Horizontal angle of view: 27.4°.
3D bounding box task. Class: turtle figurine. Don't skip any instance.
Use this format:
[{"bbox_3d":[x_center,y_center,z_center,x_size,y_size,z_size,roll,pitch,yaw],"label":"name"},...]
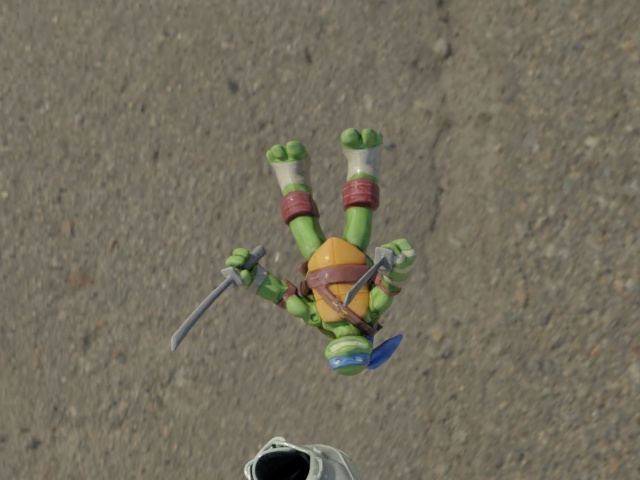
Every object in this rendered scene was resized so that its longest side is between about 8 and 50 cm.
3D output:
[{"bbox_3d":[0.000,0.000,1.437,0.275,0.198,0.266,17,58,-37],"label":"turtle figurine"}]

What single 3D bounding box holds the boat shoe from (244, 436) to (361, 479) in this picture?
[{"bbox_3d":[-0.017,0.195,1.072,0.081,0.227,0.079,40,84,-11],"label":"boat shoe"}]
